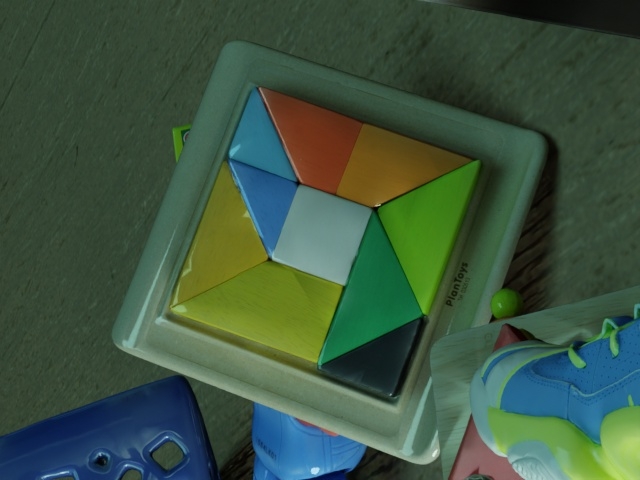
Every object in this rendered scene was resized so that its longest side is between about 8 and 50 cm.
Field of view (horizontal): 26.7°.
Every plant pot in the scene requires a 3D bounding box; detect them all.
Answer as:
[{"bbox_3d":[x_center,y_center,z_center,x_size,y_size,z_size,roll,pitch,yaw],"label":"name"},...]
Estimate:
[{"bbox_3d":[-0.173,0.282,1.115,0.236,0.235,0.212,84,163,-57],"label":"plant pot"}]

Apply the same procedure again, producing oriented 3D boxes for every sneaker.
[{"bbox_3d":[0.143,0.042,0.463,0.240,0.091,0.126,20,104,57],"label":"sneaker"}]

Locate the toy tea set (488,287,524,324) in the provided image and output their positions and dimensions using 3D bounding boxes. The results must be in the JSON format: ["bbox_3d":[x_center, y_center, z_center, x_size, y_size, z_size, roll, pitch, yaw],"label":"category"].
[{"bbox_3d":[0.147,0.180,0.691,0.336,0.124,0.200,50,131,51],"label":"toy tea set"}]

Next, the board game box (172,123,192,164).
[{"bbox_3d":[-0.066,-0.019,1.071,0.181,0.043,0.092,58,-159,-69],"label":"board game box"}]

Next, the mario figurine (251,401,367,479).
[{"bbox_3d":[0.020,0.108,0.978,0.198,0.170,0.321,9,111,25],"label":"mario figurine"}]

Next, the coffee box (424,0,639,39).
[{"bbox_3d":[0.046,-0.205,0.713,0.168,0.297,0.119,50,129,50],"label":"coffee box"}]

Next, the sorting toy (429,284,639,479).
[{"bbox_3d":[0.160,0.132,0.573,0.257,0.089,0.256,-18,66,30],"label":"sorting toy"}]

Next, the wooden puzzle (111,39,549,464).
[{"bbox_3d":[0.000,0.000,0.855,0.238,0.044,0.221,19,85,18],"label":"wooden puzzle"}]
